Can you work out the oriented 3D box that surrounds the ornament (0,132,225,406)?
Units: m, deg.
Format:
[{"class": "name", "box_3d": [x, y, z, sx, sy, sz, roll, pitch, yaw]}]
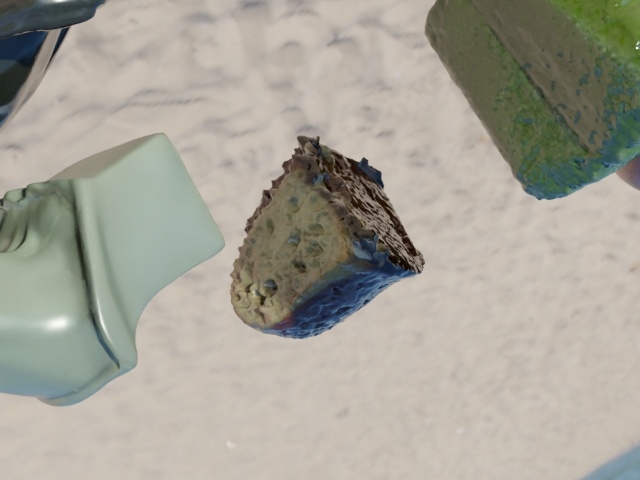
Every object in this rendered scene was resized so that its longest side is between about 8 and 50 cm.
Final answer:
[{"class": "ornament", "box_3d": [-0.169, 0.037, 0.520, 0.285, 0.120, 0.130, -21, -176, -32]}]

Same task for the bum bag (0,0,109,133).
[{"class": "bum bag", "box_3d": [-0.201, -0.071, 0.576, 0.326, 0.080, 0.142, -38, -160, 29]}]

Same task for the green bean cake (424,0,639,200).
[{"class": "green bean cake", "box_3d": [0.226, -0.183, 1.047, 0.125, 0.248, 0.222, -29, 170, -31]}]

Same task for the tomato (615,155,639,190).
[{"class": "tomato", "box_3d": [0.352, -0.137, 1.158, 0.136, 0.195, 0.195, -11, 155, -8]}]

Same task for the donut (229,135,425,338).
[{"class": "donut", "box_3d": [0.005, 0.008, 0.849, 0.126, 0.186, 0.144, -39, 130, 16]}]
